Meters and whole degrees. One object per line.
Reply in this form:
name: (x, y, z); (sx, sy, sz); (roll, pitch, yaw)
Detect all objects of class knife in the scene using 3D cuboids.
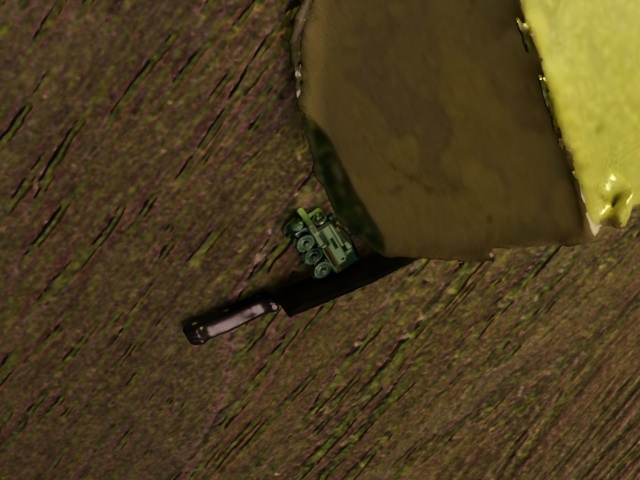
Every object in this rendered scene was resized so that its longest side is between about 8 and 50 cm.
knife: (-0.015, 0.052, 1.316); (0.245, 0.072, 0.019); (-23, 110, -6)

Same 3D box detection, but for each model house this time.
model house: (0.168, -0.142, 1.101); (0.266, 0.321, 0.261); (-24, 102, -32)

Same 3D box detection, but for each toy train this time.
toy train: (0.000, 0.000, 1.298); (0.053, 0.033, 0.083); (-33, 137, -3)
